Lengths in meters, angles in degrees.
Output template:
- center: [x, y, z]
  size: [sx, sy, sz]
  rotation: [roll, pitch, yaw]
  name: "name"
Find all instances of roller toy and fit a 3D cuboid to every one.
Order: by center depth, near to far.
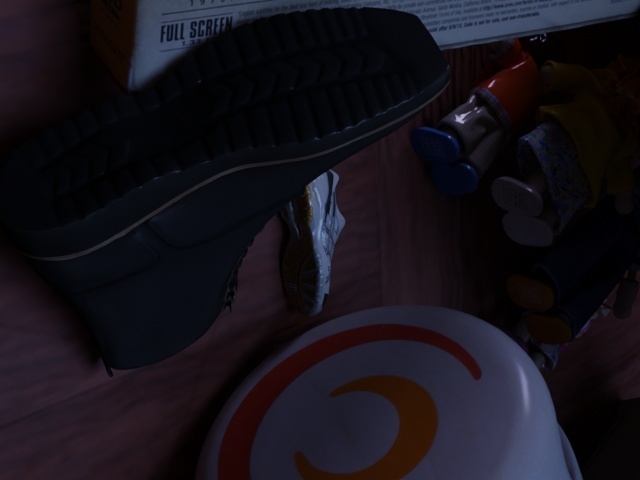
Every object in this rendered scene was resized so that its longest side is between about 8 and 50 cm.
- center: [0.045, 0.144, 0.686]
  size: [0.191, 0.209, 0.146]
  rotation: [-55, 135, -32]
  name: "roller toy"

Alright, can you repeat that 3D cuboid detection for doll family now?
- center: [0.176, -0.024, 0.853]
  size: [0.163, 0.118, 0.263]
  rotation: [-45, 129, -32]
  name: "doll family"

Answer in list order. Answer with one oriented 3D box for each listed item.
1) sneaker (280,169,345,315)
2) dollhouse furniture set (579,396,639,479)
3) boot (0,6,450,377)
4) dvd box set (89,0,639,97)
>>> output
- center: [0.000, 0.000, 0.726]
  size: [0.037, 0.032, 0.083]
  rotation: [-17, 112, -45]
  name: "sneaker"
- center: [0.333, 0.332, 0.955]
  size: [0.394, 0.362, 0.256]
  rotation: [48, 61, -10]
  name: "dollhouse furniture set"
- center: [-0.034, -0.018, 0.598]
  size: [0.197, 0.077, 0.137]
  rotation: [-20, 143, -3]
  name: "boot"
- center: [0.058, -0.274, 0.542]
  size: [0.307, 0.062, 0.421]
  rotation: [-15, 131, -28]
  name: "dvd box set"
